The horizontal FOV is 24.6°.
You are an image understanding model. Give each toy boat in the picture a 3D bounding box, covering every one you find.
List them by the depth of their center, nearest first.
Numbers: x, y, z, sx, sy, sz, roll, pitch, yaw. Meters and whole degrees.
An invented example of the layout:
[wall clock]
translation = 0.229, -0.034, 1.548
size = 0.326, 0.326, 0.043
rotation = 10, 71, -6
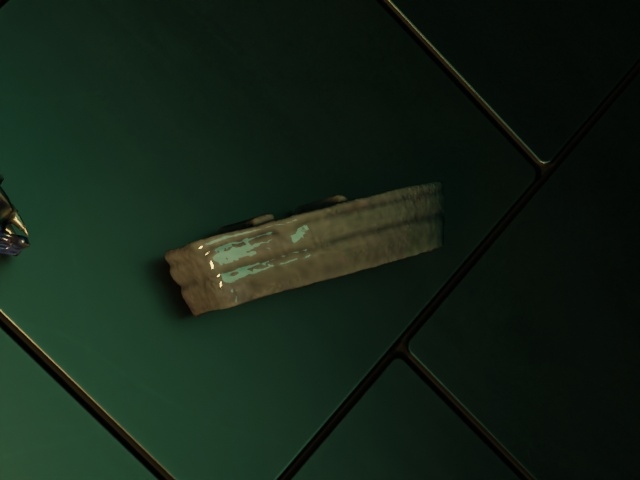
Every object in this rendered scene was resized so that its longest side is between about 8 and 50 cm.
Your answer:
[toy boat]
translation = 0.000, 0.000, 1.362
size = 0.283, 0.127, 0.078
rotation = -14, 87, -26

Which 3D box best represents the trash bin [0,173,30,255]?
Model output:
[trash bin]
translation = -0.377, 0.002, 1.212
size = 0.234, 0.162, 0.184
rotation = -43, 97, -15
